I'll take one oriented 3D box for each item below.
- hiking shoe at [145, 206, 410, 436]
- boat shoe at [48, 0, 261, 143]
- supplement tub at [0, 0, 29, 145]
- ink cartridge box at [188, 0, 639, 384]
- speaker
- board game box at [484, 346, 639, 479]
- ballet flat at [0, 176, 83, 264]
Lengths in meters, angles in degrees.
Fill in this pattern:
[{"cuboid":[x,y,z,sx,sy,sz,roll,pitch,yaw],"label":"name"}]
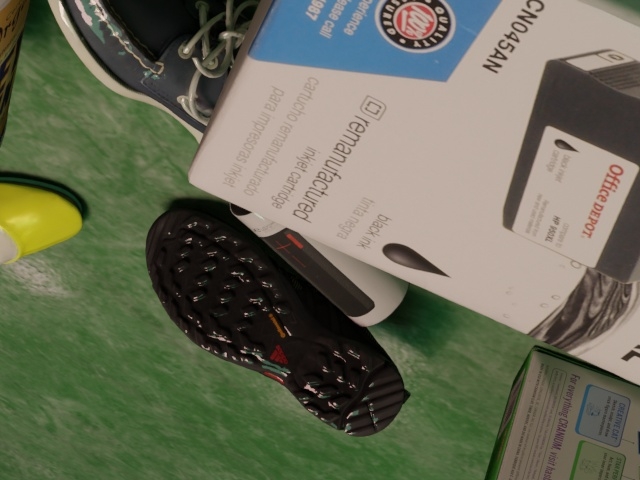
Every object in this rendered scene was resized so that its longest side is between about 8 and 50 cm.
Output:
[{"cuboid":[-0.034,0.061,1.353,0.227,0.086,0.114,40,-175,7],"label":"hiking shoe"},{"cuboid":[-0.066,-0.106,1.124,0.079,0.095,0.254,-7,139,39],"label":"boat shoe"},{"cuboid":[-0.279,-0.155,1.046,0.228,0.228,0.316,22,148,-3],"label":"supplement tub"},{"cuboid":[0.165,-0.076,0.974,0.395,0.166,0.285,24,148,-6],"label":"ink cartridge box"},{"cuboid":[0.000,0.000,1.279,0.055,0.055,0.136,-15,132,43],"label":"speaker"},{"cuboid":[0.264,0.240,1.313,0.316,0.242,0.064,20,149,2],"label":"board game box"},{"cuboid":[-0.293,-0.006,1.410,0.231,0.077,0.077,6,144,21],"label":"ballet flat"}]
